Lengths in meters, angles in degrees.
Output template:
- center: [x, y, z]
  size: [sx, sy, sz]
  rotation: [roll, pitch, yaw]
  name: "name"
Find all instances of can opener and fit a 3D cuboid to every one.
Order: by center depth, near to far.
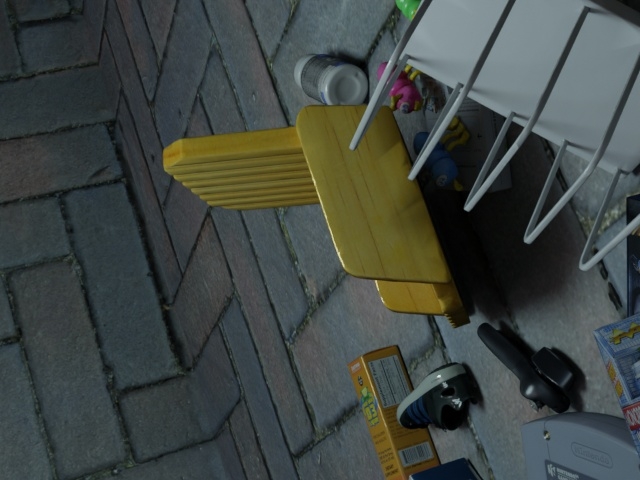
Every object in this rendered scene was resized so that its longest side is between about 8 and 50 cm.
- center: [0.265, 0.162, 1.295]
  size: [0.059, 0.073, 0.186]
  rotation: [44, 179, -31]
  name: "can opener"

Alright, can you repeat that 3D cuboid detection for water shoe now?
- center: [0.174, 0.262, 1.524]
  size: [0.080, 0.073, 0.203]
  rotation: [64, 155, 25]
  name: "water shoe"

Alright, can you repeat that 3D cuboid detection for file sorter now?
- center: [0.195, -0.122, 0.946]
  size: [0.278, 0.173, 0.193]
  rotation: [28, 151, 1]
  name: "file sorter"

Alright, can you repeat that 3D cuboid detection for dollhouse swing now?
- center: [0.000, 0.000, 1.324]
  size: [0.347, 0.305, 0.315]
  rotation: [46, -155, -75]
  name: "dollhouse swing"

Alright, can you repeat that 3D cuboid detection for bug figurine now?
- center: [0.142, -0.206, 1.250]
  size: [0.279, 0.072, 0.216]
  rotation: [101, 148, -44]
  name: "bug figurine"

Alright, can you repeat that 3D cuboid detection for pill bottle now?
- center: [0.014, -0.260, 1.620]
  size: [0.137, 0.078, 0.078]
  rotation: [38, 136, 56]
  name: "pill bottle"

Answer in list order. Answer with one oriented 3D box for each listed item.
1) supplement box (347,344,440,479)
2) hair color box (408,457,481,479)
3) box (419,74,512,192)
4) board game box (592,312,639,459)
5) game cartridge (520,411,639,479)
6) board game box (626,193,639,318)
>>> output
- center: [0.122, 0.298, 1.662]
  size: [0.078, 0.080, 0.233]
  rotation: [130, 126, -60]
  name: "supplement box"
- center: [0.197, 0.523, 1.566]
  size: [0.174, 0.105, 0.347]
  rotation: [-124, 31, -42]
  name: "hair color box"
- center: [0.188, -0.159, 1.312]
  size: [0.145, 0.038, 0.186]
  rotation: [-169, 69, -66]
  name: "box"
- center: [0.327, 0.160, 0.947]
  size: [0.194, 0.060, 0.194]
  rotation: [56, -166, -74]
  name: "board game box"
- center: [0.346, 0.307, 1.167]
  size: [0.297, 0.062, 0.198]
  rotation: [-174, 77, -67]
  name: "game cartridge"
- center: [0.388, 0.057, 0.942]
  size: [0.243, 0.042, 0.165]
  rotation: [-152, 52, -61]
  name: "board game box"
